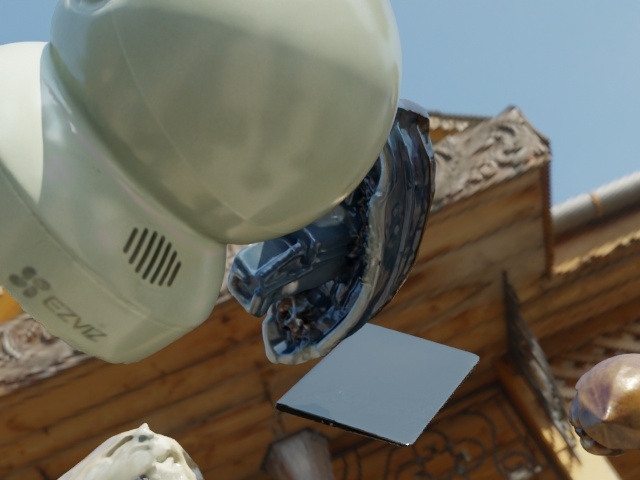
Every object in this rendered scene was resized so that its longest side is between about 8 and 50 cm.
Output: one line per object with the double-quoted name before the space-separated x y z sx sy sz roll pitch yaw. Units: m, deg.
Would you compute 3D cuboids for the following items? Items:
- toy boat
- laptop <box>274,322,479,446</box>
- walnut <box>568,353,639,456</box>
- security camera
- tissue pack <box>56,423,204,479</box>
"toy boat" 0.000 0.000 0.906 0.142 0.129 0.309 -23 -31 -33
"laptop" 0.059 0.135 1.082 0.197 0.135 0.016 -35 -46 -57
"walnut" 0.320 0.174 1.195 0.116 0.116 0.207 -49 -17 19
"security camera" -0.067 -0.072 0.608 0.236 0.194 0.194 -39 -46 12
"tissue pack" -0.207 0.343 0.962 0.390 0.195 0.375 -36 -18 -15
